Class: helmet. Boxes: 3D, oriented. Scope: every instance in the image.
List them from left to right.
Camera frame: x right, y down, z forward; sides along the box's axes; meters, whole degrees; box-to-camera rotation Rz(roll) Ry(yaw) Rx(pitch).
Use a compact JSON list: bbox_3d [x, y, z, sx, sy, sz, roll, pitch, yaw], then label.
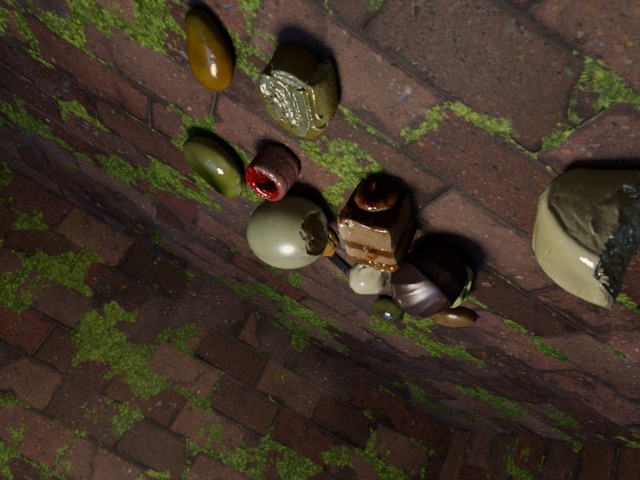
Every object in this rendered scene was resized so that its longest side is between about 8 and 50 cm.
[{"bbox_3d":[0.342,0.161,1.559,0.225,0.177,0.305,41,133,-3],"label":"helmet"}]

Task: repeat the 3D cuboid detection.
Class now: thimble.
[{"bbox_3d":[-0.166,-0.234,1.600,0.163,0.125,0.189,31,155,0],"label":"thimble"}]

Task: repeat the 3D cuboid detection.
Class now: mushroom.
[{"bbox_3d":[0.546,0.316,1.961,0.209,0.072,0.094,4,137,42],"label":"mushroom"}]

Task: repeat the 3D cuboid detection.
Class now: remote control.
[{"bbox_3d":[0.119,0.128,2.104,0.245,0.025,0.063,43,151,-26],"label":"remote control"}]

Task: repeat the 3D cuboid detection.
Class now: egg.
[{"bbox_3d":[-0.138,-0.034,1.765,0.336,0.278,0.278,5,146,38],"label":"egg"}]

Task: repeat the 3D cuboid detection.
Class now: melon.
[{"bbox_3d":[0.319,0.325,2.162,0.167,0.114,0.114,18,153,28],"label":"melon"}]

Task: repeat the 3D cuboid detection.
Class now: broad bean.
[{"bbox_3d":[-0.398,-0.277,1.768,0.238,0.119,0.291,10,148,53],"label":"broad bean"}]

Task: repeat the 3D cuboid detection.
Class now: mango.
[{"bbox_3d":[-0.304,-0.510,1.263,0.136,0.099,0.228,25,147,25],"label":"mango"}]

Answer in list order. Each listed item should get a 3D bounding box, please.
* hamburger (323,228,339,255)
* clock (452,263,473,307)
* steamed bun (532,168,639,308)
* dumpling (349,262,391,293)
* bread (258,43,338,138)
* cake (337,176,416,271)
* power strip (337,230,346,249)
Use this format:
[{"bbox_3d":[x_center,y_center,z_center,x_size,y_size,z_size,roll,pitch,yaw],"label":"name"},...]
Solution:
[{"bbox_3d":[0.000,0.000,1.919,0.138,0.083,0.147,12,148,40],"label":"hamburger"},{"bbox_3d":[0.449,0.168,1.753,0.234,0.096,0.308,15,153,26],"label":"clock"},{"bbox_3d":[0.622,0.005,1.068,0.273,0.272,0.290,12,147,33],"label":"steamed bun"},{"bbox_3d":[0.218,0.149,1.926,0.192,0.147,0.258,-1,150,-9],"label":"dumpling"},{"bbox_3d":[-0.048,-0.373,1.216,0.185,0.124,0.257,15,153,27],"label":"bread"},{"bbox_3d":[0.184,-0.059,1.488,0.196,0.199,0.293,18,152,27],"label":"cake"},{"bbox_3d":[0.102,0.006,1.895,0.050,0.019,0.136,15,152,23],"label":"power strip"}]
